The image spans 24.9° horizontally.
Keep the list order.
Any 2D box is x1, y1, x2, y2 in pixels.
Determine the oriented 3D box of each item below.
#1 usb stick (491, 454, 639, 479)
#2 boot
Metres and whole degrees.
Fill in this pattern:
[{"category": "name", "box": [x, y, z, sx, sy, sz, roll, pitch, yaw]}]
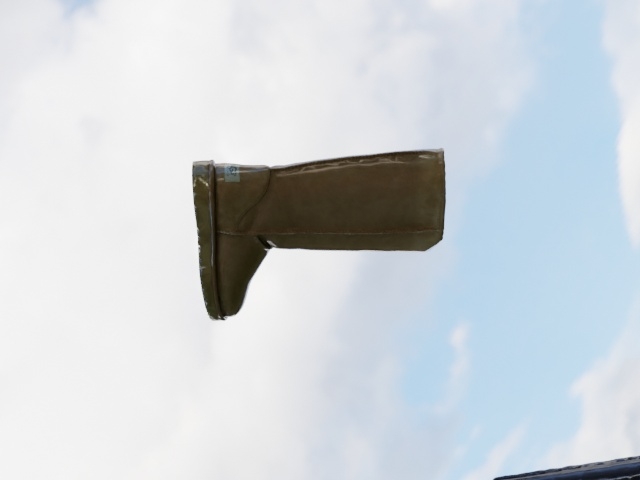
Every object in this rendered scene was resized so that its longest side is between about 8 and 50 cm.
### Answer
[{"category": "usb stick", "box": [0.283, 0.235, 1.320, 0.045, 0.278, 0.077, -3, -99, -67]}, {"category": "boot", "box": [0.000, 0.000, 1.597, 0.236, 0.270, 0.089, 89, 179, -48]}]
